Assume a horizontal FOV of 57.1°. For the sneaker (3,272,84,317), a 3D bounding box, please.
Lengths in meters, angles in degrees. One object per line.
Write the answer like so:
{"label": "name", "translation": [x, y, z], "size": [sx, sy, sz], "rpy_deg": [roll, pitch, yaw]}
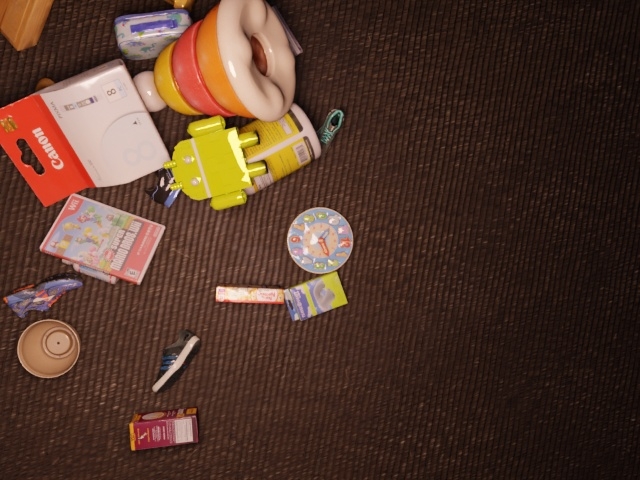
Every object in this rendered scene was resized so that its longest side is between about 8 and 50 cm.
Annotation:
{"label": "sneaker", "translation": [-0.788, 0.156, 1.700], "size": [0.221, 0.083, 0.087], "rpy_deg": [-19, 106, -3]}

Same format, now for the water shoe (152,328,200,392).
{"label": "water shoe", "translation": [-0.442, 0.359, 1.761], "size": [0.080, 0.073, 0.203], "rpy_deg": [37, 85, 19]}

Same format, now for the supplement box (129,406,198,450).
{"label": "supplement box", "translation": [-0.455, 0.551, 1.730], "size": [0.188, 0.104, 0.080], "rpy_deg": [-5, 91, -9]}

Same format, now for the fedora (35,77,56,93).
{"label": "fedora", "translation": [-0.730, -0.374, 1.680], "size": [0.079, 0.194, 0.194], "rpy_deg": [-37, 97, -44]}

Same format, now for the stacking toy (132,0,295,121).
{"label": "stacking toy", "translation": [-0.339, -0.466, 1.648], "size": [0.480, 0.351, 0.350], "rpy_deg": [-8, 92, 26]}

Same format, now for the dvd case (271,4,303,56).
{"label": "dvd case", "translation": [-0.190, -0.599, 1.811], "size": [0.221, 0.018, 0.164], "rpy_deg": [-32, 95, -7]}

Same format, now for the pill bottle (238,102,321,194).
{"label": "pill bottle", "translation": [-0.182, -0.252, 1.728], "size": [0.334, 0.188, 0.187], "rpy_deg": [-30, 95, -8]}

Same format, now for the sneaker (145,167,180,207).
{"label": "sneaker", "translation": [-0.428, -0.214, 1.744], "size": [0.090, 0.081, 0.232], "rpy_deg": [32, 86, -13]}

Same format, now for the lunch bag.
{"label": "lunch bag", "translation": [-0.471, -0.591, 1.688], "size": [0.219, 0.176, 0.090], "rpy_deg": [-12, 92, -8]}

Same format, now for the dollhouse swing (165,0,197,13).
{"label": "dollhouse swing", "translation": [-0.490, -0.837, 1.621], "size": [0.347, 0.305, 0.315], "rpy_deg": [27, 86, -7]}

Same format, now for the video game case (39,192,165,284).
{"label": "video game case", "translation": [-0.618, -0.006, 1.692], "size": [0.285, 0.025, 0.204], "rpy_deg": [20, 55, -8]}

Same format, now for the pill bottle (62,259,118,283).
{"label": "pill bottle", "translation": [-0.656, 0.061, 1.706], "size": [0.160, 0.087, 0.087], "rpy_deg": [22, 87, -8]}

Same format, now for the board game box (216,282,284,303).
{"label": "board game box", "translation": [-0.211, 0.155, 1.746], "size": [0.194, 0.147, 0.045], "rpy_deg": [3, 90, -8]}

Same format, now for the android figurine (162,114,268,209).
{"label": "android figurine", "translation": [-0.287, -0.207, 1.600], "size": [0.273, 0.056, 0.248], "rpy_deg": [-13, 103, 1]}

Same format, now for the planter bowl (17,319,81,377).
{"label": "planter bowl", "translation": [-0.761, 0.299, 1.680], "size": [0.162, 0.109, 0.162], "rpy_deg": [0, 90, -9]}

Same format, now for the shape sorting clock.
{"label": "shape sorting clock", "translation": [0.000, 0.000, 1.831], "size": [0.206, 0.040, 0.206], "rpy_deg": [0, 90, -9]}

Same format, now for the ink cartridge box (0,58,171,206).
{"label": "ink cartridge box", "translation": [-0.648, -0.275, 1.606], "size": [0.385, 0.091, 0.308], "rpy_deg": [-27, 128, -10]}

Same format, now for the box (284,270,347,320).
{"label": "box", "translation": [-0.018, 0.174, 1.828], "size": [0.178, 0.042, 0.109], "rpy_deg": [-20, 93, -9]}

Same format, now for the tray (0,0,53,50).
{"label": "tray", "translation": [-0.792, -0.711, 1.541], "size": [0.203, 0.411, 0.076], "rpy_deg": [50, 45, -6]}

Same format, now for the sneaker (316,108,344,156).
{"label": "sneaker", "translation": [0.023, -0.337, 1.815], "size": [0.065, 0.076, 0.166], "rpy_deg": [26, 87, -7]}
